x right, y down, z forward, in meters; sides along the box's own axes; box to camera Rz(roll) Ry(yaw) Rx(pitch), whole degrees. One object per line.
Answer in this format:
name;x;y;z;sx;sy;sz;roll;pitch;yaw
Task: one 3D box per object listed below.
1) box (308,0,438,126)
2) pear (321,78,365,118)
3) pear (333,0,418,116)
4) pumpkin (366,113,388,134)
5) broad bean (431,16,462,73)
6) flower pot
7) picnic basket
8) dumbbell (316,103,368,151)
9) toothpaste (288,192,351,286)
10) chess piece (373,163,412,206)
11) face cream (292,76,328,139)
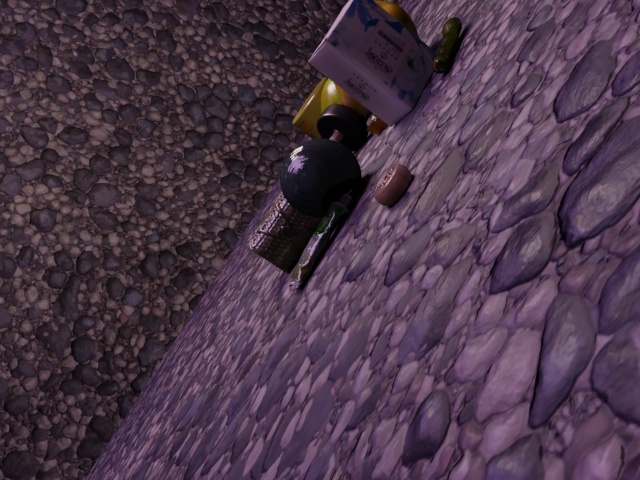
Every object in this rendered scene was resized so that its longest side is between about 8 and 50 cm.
box;0.138;-0.455;1.756;0.203;0.274;0.116;-60;13;-26
pear;0.082;-0.464;2.346;0.220;0.187;0.187;-56;10;6
pear;0.160;-0.516;2.010;0.284;0.336;0.285;-12;55;17
pumpkin;0.163;-0.337;1.899;0.083;0.054;0.074;-33;28;53
broad bean;0.301;-0.462;1.669;0.052;0.053;0.256;-4;39;26
flower pot;-0.001;-0.150;1.677;0.189;0.157;0.243;-55;-16;11
picnic basket;-0.088;-0.032;1.854;0.196;0.134;0.154;-54;6;2
dumbbell;0.031;-0.268;2.017;0.218;0.152;0.152;-60;11;-28
toothpaste;0.000;0.000;1.590;0.248;0.046;0.078;-59;14;-9
chess piece;0.135;-0.103;1.304;0.084;0.038;0.084;-51;12;15
face cream;0.026;-0.475;2.634;0.218;0.179;0.218;-53;10;13
